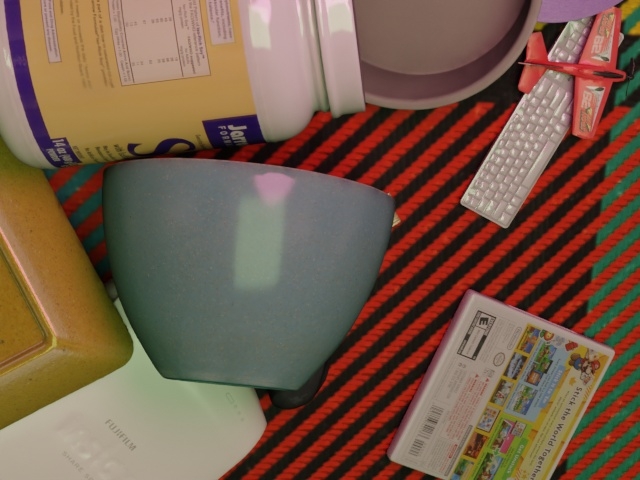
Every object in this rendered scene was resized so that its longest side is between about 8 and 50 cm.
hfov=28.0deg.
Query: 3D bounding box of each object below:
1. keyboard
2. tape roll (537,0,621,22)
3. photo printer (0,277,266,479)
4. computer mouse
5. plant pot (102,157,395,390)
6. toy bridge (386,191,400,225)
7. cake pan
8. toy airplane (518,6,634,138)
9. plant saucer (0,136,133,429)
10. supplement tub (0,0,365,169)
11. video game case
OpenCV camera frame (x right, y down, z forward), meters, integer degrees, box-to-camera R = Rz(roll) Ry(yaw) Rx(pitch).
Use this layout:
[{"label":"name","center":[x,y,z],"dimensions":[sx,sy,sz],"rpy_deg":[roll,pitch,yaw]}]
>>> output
[{"label":"keyboard","center":[0.250,-0.137,1.455],"dimensions":[0.072,0.014,0.256],"rpy_deg":[28,99,-18]},{"label":"tape roll","center":[0.237,-0.370,1.342],"dimensions":[0.274,0.090,0.275],"rpy_deg":[-4,107,-12]},{"label":"photo printer","center":[-0.230,0.200,1.401],"dimensions":[0.307,0.107,0.256],"rpy_deg":[-39,110,1]},{"label":"computer mouse","center":[-0.003,0.090,1.434],"dimensions":[0.071,0.041,0.242],"rpy_deg":[7,114,-22]},{"label":"plant pot","center":[-0.078,0.045,1.263],"dimensions":[0.290,0.290,0.196],"rpy_deg":[7,83,-14]},{"label":"toy bridge","center":[0.000,0.000,1.434],"dimensions":[0.188,0.026,0.063],"rpy_deg":[-34,110,1]},{"label":"cake pan","center":[0.083,-0.275,1.289],"dimensions":[0.293,0.054,0.293],"rpy_deg":[9,121,16]},{"label":"toy airplane","center":[0.281,-0.188,1.425],"dimensions":[0.151,0.028,0.151],"rpy_deg":[-5,109,-16]},{"label":"plant saucer","center":[-0.405,0.051,1.275],"dimensions":[0.332,0.081,0.333],"rpy_deg":[-28,93,0]},{"label":"supplement tub","center":[-0.133,-0.201,1.202],"dimensions":[0.331,0.241,0.241],"rpy_deg":[-6,108,4]},{"label":"video game case","center":[0.217,0.194,1.542],"dimensions":[0.206,0.026,0.227],"rpy_deg":[22,100,-17]}]
